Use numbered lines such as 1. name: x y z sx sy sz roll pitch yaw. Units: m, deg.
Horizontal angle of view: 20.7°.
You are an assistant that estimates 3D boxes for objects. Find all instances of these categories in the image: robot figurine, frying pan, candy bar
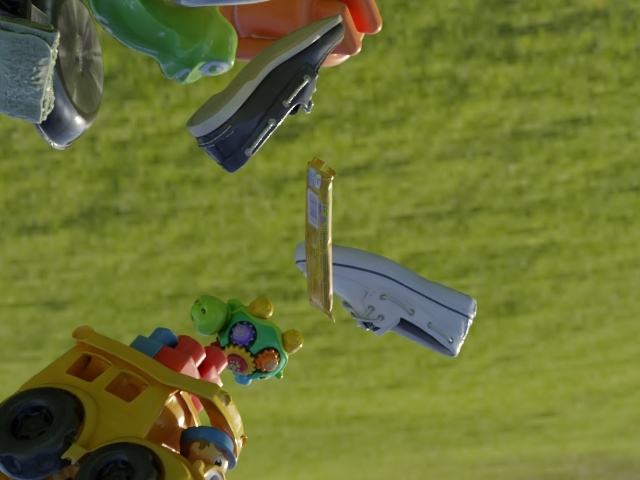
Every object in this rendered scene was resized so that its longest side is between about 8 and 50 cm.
1. robot figurine: -0.030 -0.277 2.090 0.219 0.158 0.128 14 180 40
2. frying pan: -0.301 -0.241 1.873 0.053 0.197 0.326 -6 137 14
3. candy bar: 0.000 0.000 1.610 0.018 0.161 0.040 -17 -147 -27

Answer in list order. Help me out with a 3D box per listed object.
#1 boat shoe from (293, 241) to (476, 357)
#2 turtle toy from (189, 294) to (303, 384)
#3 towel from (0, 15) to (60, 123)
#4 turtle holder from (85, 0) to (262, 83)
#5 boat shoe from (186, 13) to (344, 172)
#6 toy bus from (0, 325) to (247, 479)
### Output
1. boat shoe: 0.070 0.067 1.916 0.226 0.076 0.083 19 165 -19
2. turtle toy: -0.089 0.107 1.927 0.095 0.130 0.066 -36 -169 44
3. towel: -0.273 -0.145 1.454 0.110 0.027 0.148 11 155 -7
4. turtle holder: -0.076 -0.281 1.426 0.227 0.320 0.243 12 -174 -22
5. boat shoe: -0.041 -0.140 1.647 0.075 0.065 0.206 -9 -151 52
6. toy bus: -0.135 0.161 1.409 0.220 0.211 0.149 23 145 34
